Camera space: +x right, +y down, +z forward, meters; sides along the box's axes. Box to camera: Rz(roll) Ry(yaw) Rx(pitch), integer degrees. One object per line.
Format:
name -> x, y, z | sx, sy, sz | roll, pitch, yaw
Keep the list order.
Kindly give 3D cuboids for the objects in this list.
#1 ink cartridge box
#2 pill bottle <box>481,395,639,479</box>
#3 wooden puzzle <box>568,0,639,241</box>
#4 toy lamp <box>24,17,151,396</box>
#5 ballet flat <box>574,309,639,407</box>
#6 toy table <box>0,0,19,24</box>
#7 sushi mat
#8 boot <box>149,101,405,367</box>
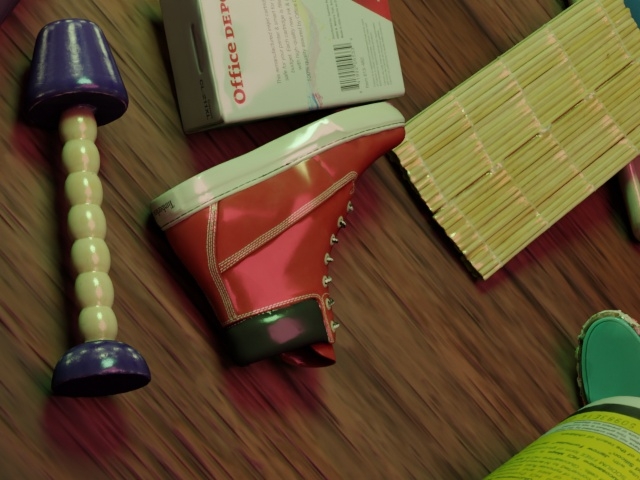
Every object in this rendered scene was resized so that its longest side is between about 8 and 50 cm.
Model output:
ink cartridge box -> -0.032, -0.162, 1.391 | 0.175, 0.072, 0.127 | -11, 92, -31
pill bottle -> 0.168, 0.263, 1.310 | 0.334, 0.188, 0.188 | -27, 88, -42
wooden puzzle -> 0.406, -0.162, 1.762 | 0.347, 0.080, 0.322 | -1, 71, -39
toy lamp -> -0.170, -0.027, 1.254 | 0.080, 0.080, 0.275 | 6, 69, -36
ballet flat -> 0.292, 0.173, 1.535 | 0.241, 0.091, 0.077 | 68, 18, 2
toy table -> -0.266, -0.231, 1.179 | 0.161, 0.274, 0.252 | 34, 85, -9
sushi mat -> 0.203, -0.104, 1.574 | 0.316, 0.019, 0.151 | -36, 96, -29
boot -> 0.000, 0.000, 1.371 | 0.244, 0.088, 0.176 | -29, 91, -36
